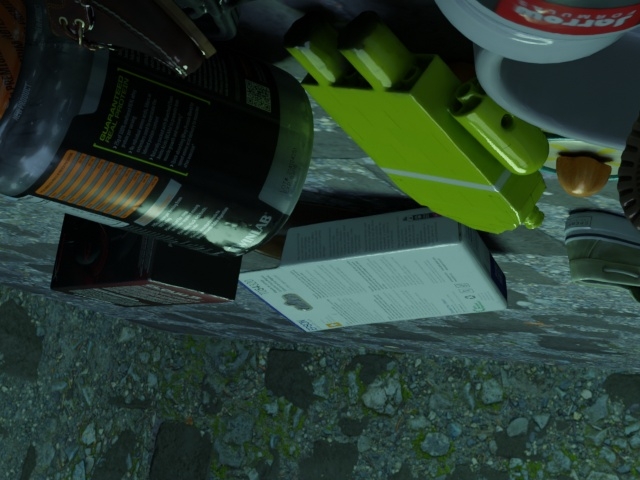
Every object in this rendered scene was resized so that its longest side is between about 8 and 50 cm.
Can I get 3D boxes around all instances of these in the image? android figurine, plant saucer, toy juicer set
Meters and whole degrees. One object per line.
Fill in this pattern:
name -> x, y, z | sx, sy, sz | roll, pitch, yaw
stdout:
android figurine -> 0.092, -0.095, 1.098 | 0.273, 0.056, 0.248 | 41, 166, -29
plant saucer -> 0.000, 0.000, 1.948 | 0.311, 0.050, 0.310 | 9, 170, 1
toy juicer set -> 0.218, -0.085, 1.216 | 0.209, 0.089, 0.329 | 1, 167, 36

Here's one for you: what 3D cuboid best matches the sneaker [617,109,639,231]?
sneaker -> 0.275, -0.110, 0.649 | 0.153, 0.282, 0.099 | 15, -158, -44

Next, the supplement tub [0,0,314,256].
supplement tub -> -0.180, -0.110, 1.135 | 0.316, 0.193, 0.194 | 18, 166, -35

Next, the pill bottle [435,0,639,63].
pill bottle -> 0.126, -0.187, 0.573 | 0.161, 0.161, 0.283 | 9, 169, 1

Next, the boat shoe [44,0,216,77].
boat shoe -> -0.159, -0.168, 0.877 | 0.207, 0.073, 0.073 | 41, 172, 28

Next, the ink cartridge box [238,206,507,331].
ink cartridge box -> 0.079, 0.047, 1.837 | 0.330, 0.071, 0.324 | -7, 160, 17

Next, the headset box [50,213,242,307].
headset box -> -0.178, -0.043, 1.416 | 0.110, 0.218, 0.293 | 16, 168, -33

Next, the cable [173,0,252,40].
cable -> -0.080, -0.208, 0.966 | 0.140, 0.072, 0.287 | 9, 180, 6

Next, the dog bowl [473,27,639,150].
dog bowl -> 0.262, -0.142, 0.857 | 0.349, 0.102, 0.349 | 9, 169, 2

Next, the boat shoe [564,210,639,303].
boat shoe -> 0.435, 0.041, 1.674 | 0.302, 0.094, 0.109 | 15, 168, -28
